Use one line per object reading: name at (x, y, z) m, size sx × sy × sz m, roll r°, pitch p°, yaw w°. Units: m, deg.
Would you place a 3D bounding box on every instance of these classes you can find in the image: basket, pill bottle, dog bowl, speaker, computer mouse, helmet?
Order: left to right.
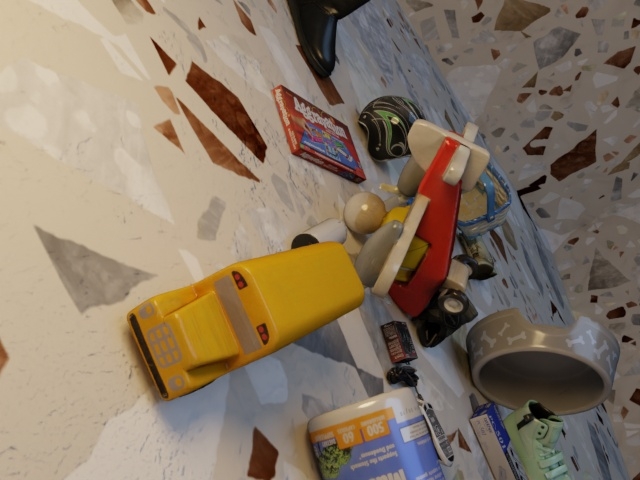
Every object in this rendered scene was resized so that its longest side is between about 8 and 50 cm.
speaker at (0.000, 0.000, 1.075) m, size 0.055 × 0.055 × 0.136 m, roll 63°, pitch 25°, yaw -2°
pill bottle at (0.092, 0.340, 0.812) m, size 0.152 × 0.152 × 0.272 m, roll 12°, pitch 56°, yaw -60°
helmet at (0.183, -0.287, 1.609) m, size 0.169 × 0.169 × 0.161 m, roll -25°, pitch 106°, yaw -66°
computer mouse at (0.180, 0.319, 1.145) m, size 0.106 × 0.042 × 0.193 m, roll 21°, pitch 43°, yaw -63°
basket at (0.443, -0.152, 1.876) m, size 0.289 × 0.201 × 0.255 m, roll 70°, pitch -5°, yaw -51°
dog bowl at (0.516, 0.297, 1.494) m, size 0.349 × 0.349 × 0.102 m, roll 48°, pitch 42°, yaw -31°

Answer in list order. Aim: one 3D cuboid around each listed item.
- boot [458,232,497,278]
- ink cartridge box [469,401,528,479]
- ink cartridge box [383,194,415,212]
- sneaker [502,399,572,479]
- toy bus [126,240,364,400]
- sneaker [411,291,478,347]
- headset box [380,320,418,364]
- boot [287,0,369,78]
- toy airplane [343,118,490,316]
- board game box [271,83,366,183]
boot at (0.480, 0.034, 1.971) m, size 0.213 × 0.077 × 0.165 m, roll 21°, pitch 49°, yaw -63°
ink cartridge box at (0.406, 0.479, 1.430) m, size 0.097 × 0.046 × 0.207 m, roll -10°, pitch 75°, yaw -66°
ink cartridge box at (0.226, -0.022, 1.514) m, size 0.191 × 0.082 × 0.139 m, roll 15°, pitch 54°, yaw -57°
sneaker at (0.527, 0.491, 1.453) m, size 0.094 × 0.151 × 0.256 m, roll -13°, pitch 52°, yaw -36°
toy bus at (-0.070, 0.082, 0.765) m, size 0.333 × 0.130 × 0.108 m, roll -13°, pitch 78°, yaw -65°
sneaker at (0.253, 0.165, 1.401) m, size 0.087 × 0.130 × 0.227 m, roll 58°, pitch -3°, yaw -3°
headset box at (0.152, 0.198, 1.213) m, size 0.062 × 0.032 × 0.083 m, roll 19°, pitch 49°, yaw -58°
boot at (0.043, -0.535, 1.494) m, size 0.094 × 0.207 × 0.246 m, roll 13°, pitch 56°, yaw -60°
toy airplane at (0.173, -0.056, 1.218) m, size 0.386 × 0.272 × 0.384 m, roll 32°, pitch 70°, yaw -71°
board game box at (0.004, -0.214, 1.325) m, size 0.281 × 0.027 × 0.145 m, roll 14°, pitch 53°, yaw -59°
